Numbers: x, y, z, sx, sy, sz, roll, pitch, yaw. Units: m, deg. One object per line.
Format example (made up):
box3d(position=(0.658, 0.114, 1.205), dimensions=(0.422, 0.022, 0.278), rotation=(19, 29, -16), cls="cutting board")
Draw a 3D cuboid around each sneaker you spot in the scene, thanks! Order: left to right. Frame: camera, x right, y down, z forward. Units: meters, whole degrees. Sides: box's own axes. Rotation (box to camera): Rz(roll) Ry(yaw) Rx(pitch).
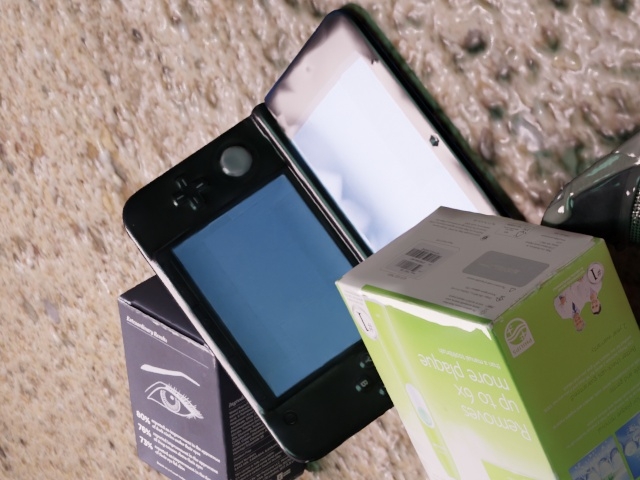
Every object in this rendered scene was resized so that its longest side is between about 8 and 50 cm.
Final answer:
box3d(position=(0.250, -0.012, 1.317), dimensions=(0.227, 0.087, 0.130), rotation=(-38, 76, 48), cls="sneaker")

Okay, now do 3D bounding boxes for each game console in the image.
box3d(position=(0.000, 0.000, 1.568), dimensions=(0.293, 0.250, 0.173), rotation=(53, 170, 11), cls="game console")

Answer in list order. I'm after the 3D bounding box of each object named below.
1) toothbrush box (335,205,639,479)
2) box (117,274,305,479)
box3d(position=(0.161, 0.131, 1.411), dimensions=(0.206, 0.122, 0.283), rotation=(16, 137, 57), cls="toothbrush box")
box3d(position=(-0.108, 0.146, 1.838), dimensions=(0.153, 0.108, 0.207), rotation=(27, 131, 39), cls="box")
